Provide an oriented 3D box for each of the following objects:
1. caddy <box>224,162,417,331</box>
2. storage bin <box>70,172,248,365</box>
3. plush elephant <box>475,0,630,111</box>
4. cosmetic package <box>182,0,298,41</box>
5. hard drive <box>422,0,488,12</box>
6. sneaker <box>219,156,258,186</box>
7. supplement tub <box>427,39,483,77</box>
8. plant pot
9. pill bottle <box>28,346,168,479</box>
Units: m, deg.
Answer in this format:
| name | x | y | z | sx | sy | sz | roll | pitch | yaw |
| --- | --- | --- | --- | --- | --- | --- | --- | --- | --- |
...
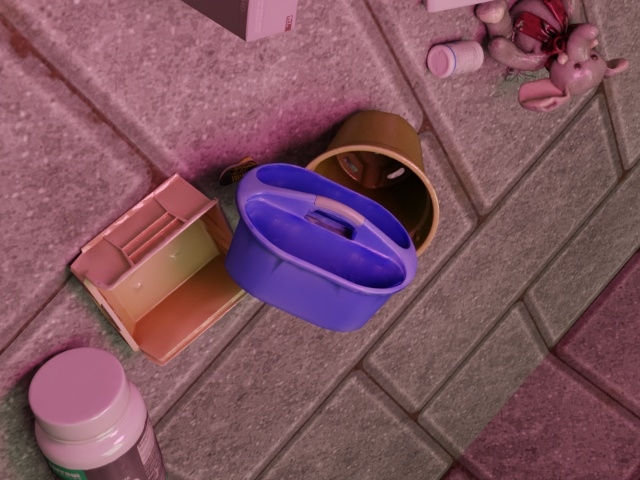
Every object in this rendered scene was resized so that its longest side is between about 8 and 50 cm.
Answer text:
| name | x | y | z | sx | sy | sz | roll | pitch | yaw |
| --- | --- | --- | --- | --- | --- | --- | --- | --- | --- |
| caddy | 0.000 | 0.000 | 1.692 | 0.179 | 0.341 | 0.241 | -58 | -168 | 38 |
| storage bin | -0.278 | 0.059 | 1.773 | 0.260 | 0.123 | 0.262 | -41 | 145 | -16 |
| plush elephant | 0.516 | -0.422 | 2.125 | 0.272 | 0.255 | 0.330 | -37 | 143 | -20 |
| cosmetic package | -0.139 | -0.396 | 1.416 | 0.107 | 0.238 | 0.127 | -23 | 136 | -35 |
| hard drive | 0.307 | -0.610 | 1.828 | 0.233 | 0.047 | 0.353 | -13 | 135 | -8 |
| sneaker | -0.152 | -0.125 | 1.826 | 0.083 | 0.035 | 0.031 | -37 | 142 | -20 |
| supplement tub | 0.283 | -0.383 | 2.060 | 0.107 | 0.071 | 0.071 | -19 | 134 | -39 |
| plant pot | 0.099 | -0.119 | 1.894 | 0.254 | 0.276 | 0.276 | -74 | 175 | -56 |
| pill bottle | -0.414 | 0.376 | 1.834 | 0.204 | 0.204 | 0.361 | -34 | 141 | -24 |
